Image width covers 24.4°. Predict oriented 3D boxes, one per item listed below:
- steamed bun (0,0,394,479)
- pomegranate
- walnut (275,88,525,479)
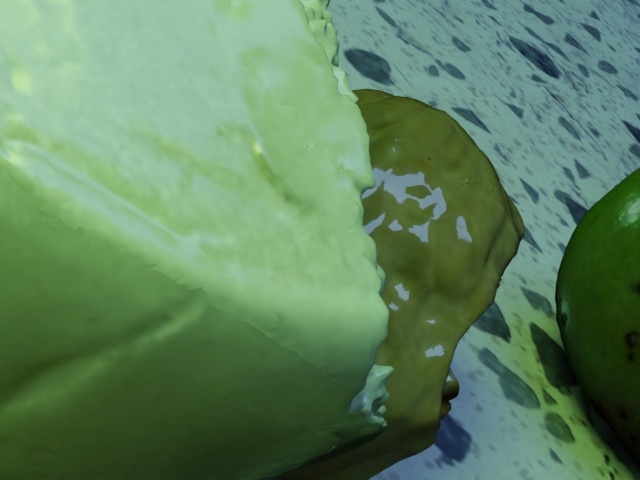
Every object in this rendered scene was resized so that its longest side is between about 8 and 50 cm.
[{"bbox_3d":[-0.094,-0.002,0.642,0.273,0.290,0.272,-22,70,-39],"label":"steamed bun"},{"bbox_3d":[0.316,0.024,1.038,0.291,0.323,0.291,9,31,-5],"label":"pomegranate"},{"bbox_3d":[0.012,-0.002,0.823,0.141,0.204,0.238,67,-2,-51],"label":"walnut"}]
